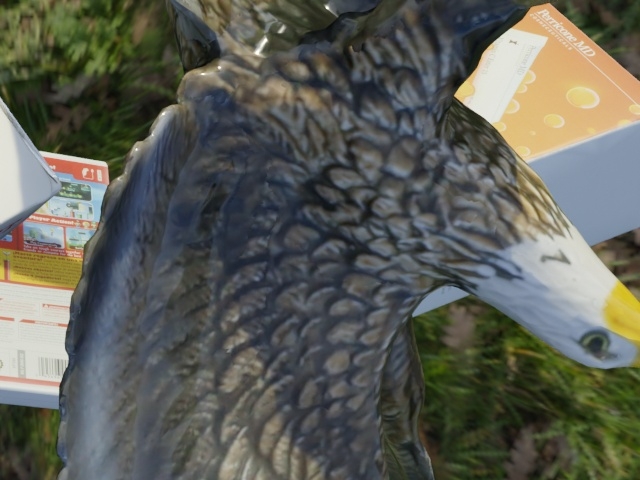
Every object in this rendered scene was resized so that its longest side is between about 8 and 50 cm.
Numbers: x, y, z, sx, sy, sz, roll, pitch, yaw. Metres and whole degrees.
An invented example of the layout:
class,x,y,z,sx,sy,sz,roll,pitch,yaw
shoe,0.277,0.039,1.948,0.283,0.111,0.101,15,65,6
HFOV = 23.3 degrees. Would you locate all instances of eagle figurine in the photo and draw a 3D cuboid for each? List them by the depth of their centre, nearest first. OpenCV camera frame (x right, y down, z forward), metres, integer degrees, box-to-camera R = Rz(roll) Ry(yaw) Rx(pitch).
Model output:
class,x,y,z,sx,sy,sz,roll,pitch,yaw
eagle figurine,0.008,0.007,0.488,0.226,0.225,0.298,-2,129,-42

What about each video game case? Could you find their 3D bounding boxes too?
class,x,y,z,sx,sy,sz,roll,pitch,yaw
video game case,-0.276,0.022,1.340,0.204,0.285,0.025,9,134,-21

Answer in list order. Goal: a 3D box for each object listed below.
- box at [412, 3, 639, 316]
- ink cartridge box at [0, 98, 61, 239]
class,x,y,z,sx,sy,sz,roll,pitch,yaw
box,0.146,-0.083,1.594,0.345,0.215,0.168,-20,138,-24
ink cartridge box,-0.311,0.018,0.896,0.115,0.273,0.198,55,39,-3
